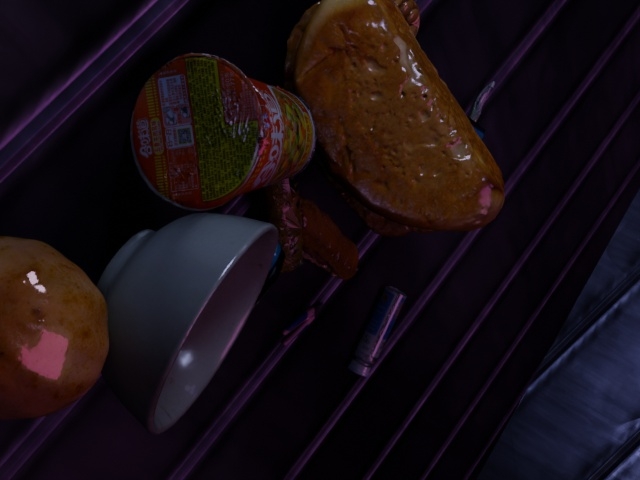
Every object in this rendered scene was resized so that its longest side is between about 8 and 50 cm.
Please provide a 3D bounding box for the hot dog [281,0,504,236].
[{"bbox_3d":[0.084,-0.166,1.397,0.223,0.405,0.185,-30,-173,21],"label":"hot dog"}]

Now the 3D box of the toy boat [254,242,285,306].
[{"bbox_3d":[-0.176,0.078,1.362,0.299,0.134,0.092,-50,120,-27],"label":"toy boat"}]

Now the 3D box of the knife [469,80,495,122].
[{"bbox_3d":[0.309,-0.244,1.974,0.022,0.026,0.184,25,95,-22],"label":"knife"}]

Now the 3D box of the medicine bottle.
[{"bbox_3d":[0.117,0.187,1.993,0.051,0.051,0.191,17,100,-61],"label":"medicine bottle"}]

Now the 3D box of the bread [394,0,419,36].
[{"bbox_3d":[0.127,-0.347,1.581,0.110,0.024,0.110,-37,141,-38],"label":"bread"}]

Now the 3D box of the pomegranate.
[{"bbox_3d":[-0.329,0.096,1.021,0.207,0.207,0.207,-39,144,-37],"label":"pomegranate"}]

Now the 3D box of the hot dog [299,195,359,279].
[{"bbox_3d":[0.001,-0.001,1.624,0.083,0.068,0.289,-66,150,-8],"label":"hot dog"}]

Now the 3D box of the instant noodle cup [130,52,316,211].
[{"bbox_3d":[-0.104,-0.137,1.236,0.212,0.193,0.193,-12,124,-64],"label":"instant noodle cup"}]

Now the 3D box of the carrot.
[{"bbox_3d":[-0.060,-0.054,1.448,0.069,0.069,0.228,-33,129,-43],"label":"carrot"}]

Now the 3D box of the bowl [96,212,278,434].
[{"bbox_3d":[-0.184,0.076,1.174,0.289,0.146,0.289,-59,171,-15],"label":"bowl"}]

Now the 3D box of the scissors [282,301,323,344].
[{"bbox_3d":[-0.031,0.146,1.751,0.113,0.012,0.039,-41,145,-35],"label":"scissors"}]

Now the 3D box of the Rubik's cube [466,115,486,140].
[{"bbox_3d":[0.143,-0.153,1.611,0.167,0.180,0.183,12,102,-62],"label":"Rubik's cube"}]
